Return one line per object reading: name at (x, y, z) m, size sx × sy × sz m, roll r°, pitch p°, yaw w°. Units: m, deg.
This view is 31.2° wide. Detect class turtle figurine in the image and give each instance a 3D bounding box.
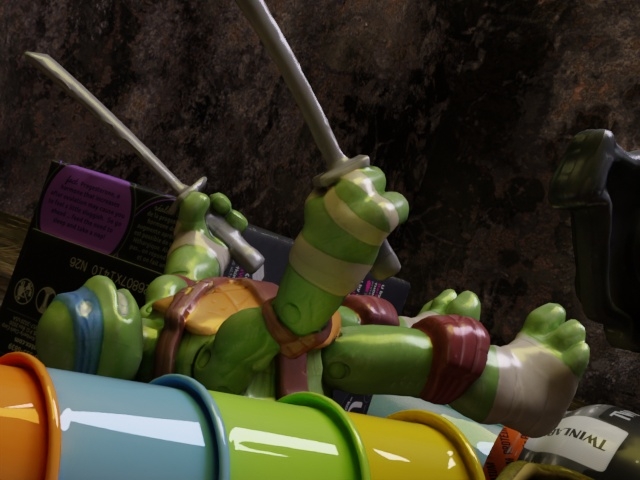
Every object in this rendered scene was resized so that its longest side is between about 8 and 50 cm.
turtle figurine at (0.000, 0.000, 0.581) m, size 0.266 × 0.275 × 0.198 m, roll 17°, pitch -37°, yaw -33°

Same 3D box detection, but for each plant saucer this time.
plant saucer at (0.160, 0.194, 1.201) m, size 0.317 × 0.044 × 0.317 m, roll 19°, pitch -1°, yaw 0°

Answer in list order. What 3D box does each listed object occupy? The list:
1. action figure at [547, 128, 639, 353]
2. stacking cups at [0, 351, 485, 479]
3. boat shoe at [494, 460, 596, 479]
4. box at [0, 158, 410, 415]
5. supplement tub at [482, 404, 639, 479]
action figure at (0.260, 0.069, 0.457) m, size 0.341 × 0.330 × 0.178 m, roll 13°, pitch -19°, yaw -36°
stacking cups at (-0.085, 0.086, 0.400) m, size 0.316 × 0.096 × 0.096 m, roll 15°, pitch 2°, yaw -35°
boat shoe at (0.054, 0.119, 0.286) m, size 0.111 × 0.104 × 0.307 m, roll 19°, pitch 0°, yaw 2°
box at (-0.075, 0.055, 0.827) m, size 0.165 × 0.143 × 0.270 m, roll 18°, pitch -1°, yaw 30°
supplement tub at (0.185, 0.160, 0.611) m, size 0.190 × 0.117 × 0.117 m, roll 19°, pitch 0°, yaw 32°
